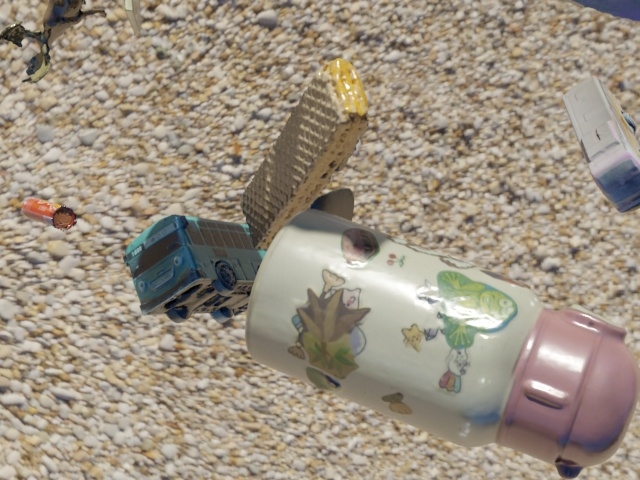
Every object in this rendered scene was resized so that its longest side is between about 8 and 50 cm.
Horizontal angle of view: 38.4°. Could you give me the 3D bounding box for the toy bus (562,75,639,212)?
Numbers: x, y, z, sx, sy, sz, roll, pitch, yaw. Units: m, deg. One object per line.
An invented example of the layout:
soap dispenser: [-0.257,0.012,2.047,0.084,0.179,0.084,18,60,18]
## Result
toy bus: [0.306,-0.105,0.980,0.072,0.057,0.172,41,29,-27]

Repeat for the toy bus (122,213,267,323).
toy bus: [-0.179,0.042,1.434,0.256,0.128,0.147,9,52,-61]

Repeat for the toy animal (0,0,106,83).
toy animal: [-0.453,-0.384,1.570,0.093,0.214,0.186,35,45,8]

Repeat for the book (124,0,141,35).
book: [-0.344,-0.462,1.673,0.016,0.198,0.139,-3,90,-7]

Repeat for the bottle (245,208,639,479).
bottle: [0.083,0.069,0.617,0.253,0.120,0.120,19,76,17]

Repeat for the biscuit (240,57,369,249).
biscuit: [-0.029,-0.099,1.228,0.054,0.379,0.094,-7,68,-26]

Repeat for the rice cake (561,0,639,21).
rice cake: [0.392,-0.344,1.258,0.399,0.064,0.070,12,118,-2]

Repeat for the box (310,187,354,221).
box: [0.000,0.000,1.871,0.201,0.042,0.213,-19,123,-59]

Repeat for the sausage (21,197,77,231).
sausage: [-0.491,-0.051,1.640,0.050,0.145,0.048,-21,114,-40]
